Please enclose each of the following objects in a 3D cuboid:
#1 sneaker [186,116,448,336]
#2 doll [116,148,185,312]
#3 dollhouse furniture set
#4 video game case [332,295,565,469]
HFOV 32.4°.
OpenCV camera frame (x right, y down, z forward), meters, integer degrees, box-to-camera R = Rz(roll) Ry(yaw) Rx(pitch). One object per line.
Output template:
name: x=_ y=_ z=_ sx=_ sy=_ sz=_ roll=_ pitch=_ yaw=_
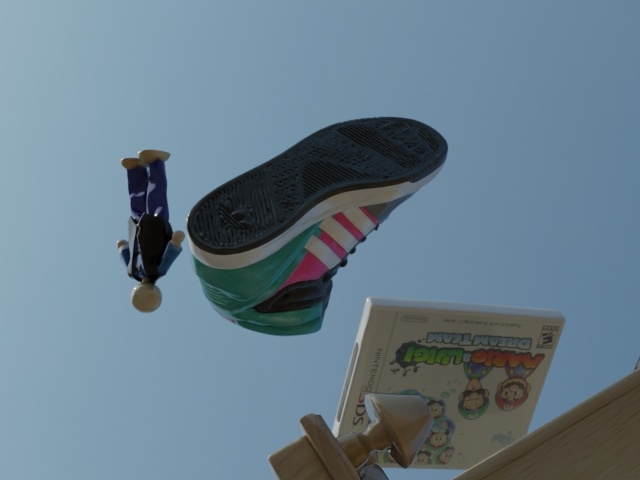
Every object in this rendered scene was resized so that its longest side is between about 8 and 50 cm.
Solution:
sneaker: x=0.000 y=0.000 z=1.112 sx=0.124 sy=0.296 sz=0.178 roll=46 pitch=-31 yaw=32
doll: x=-0.207 y=-0.007 z=1.310 sx=0.129 sy=0.046 sz=0.189 roll=-14 pitch=-105 yaw=44
dollhouse furniture set: x=0.126 y=0.227 z=0.586 sx=0.174 sy=0.355 sz=0.303 roll=-28 pitch=-120 yaw=-12
video game case: x=0.094 y=0.112 z=0.835 sx=0.157 sy=0.019 sz=0.143 roll=5 pitch=-65 yaw=-18
